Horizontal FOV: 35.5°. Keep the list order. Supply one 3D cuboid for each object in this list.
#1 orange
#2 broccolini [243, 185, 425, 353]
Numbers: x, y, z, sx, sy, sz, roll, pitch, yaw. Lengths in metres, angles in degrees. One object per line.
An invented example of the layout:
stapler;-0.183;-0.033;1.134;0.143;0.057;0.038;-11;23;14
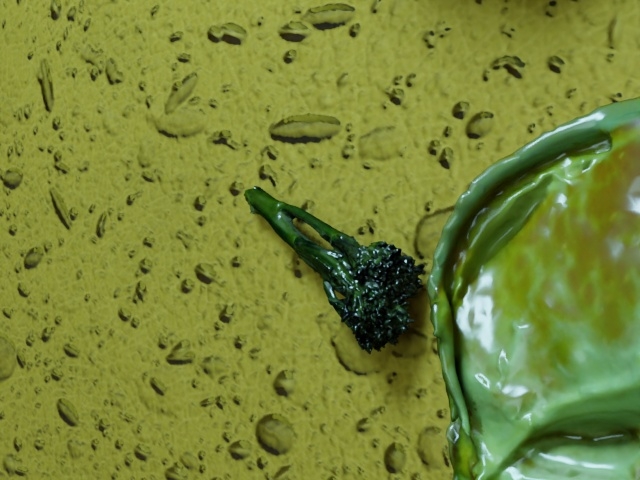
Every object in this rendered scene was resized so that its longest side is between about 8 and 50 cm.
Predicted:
orange;0.186;0.091;0.493;0.262;0.196;0.335;-13;81;23
broccolini;0.007;0.006;0.755;0.074;0.058;0.201;-52;40;6
